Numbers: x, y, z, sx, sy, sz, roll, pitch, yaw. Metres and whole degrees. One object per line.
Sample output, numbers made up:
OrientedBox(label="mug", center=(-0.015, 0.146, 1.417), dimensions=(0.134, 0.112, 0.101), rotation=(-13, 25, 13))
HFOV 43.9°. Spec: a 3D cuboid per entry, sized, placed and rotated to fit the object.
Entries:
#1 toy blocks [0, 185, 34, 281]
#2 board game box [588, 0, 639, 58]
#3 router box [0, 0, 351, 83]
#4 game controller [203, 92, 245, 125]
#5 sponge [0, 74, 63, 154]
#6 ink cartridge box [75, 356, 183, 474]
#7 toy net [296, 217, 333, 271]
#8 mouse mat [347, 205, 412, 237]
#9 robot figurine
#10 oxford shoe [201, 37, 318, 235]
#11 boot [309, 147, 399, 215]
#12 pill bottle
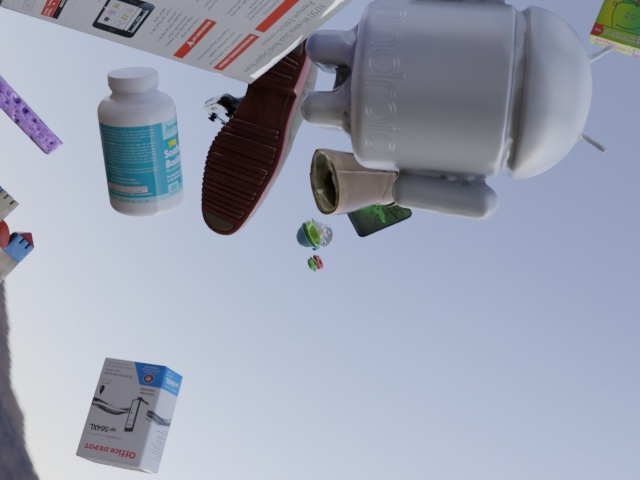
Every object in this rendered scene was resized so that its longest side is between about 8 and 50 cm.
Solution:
OrientedBox(label="toy blocks", center=(-0.783, -0.041, 1.732), dimensions=(0.190, 0.261, 0.381), rotation=(14, -33, 53))
OrientedBox(label="board game box", center=(0.484, -0.373, 1.196), dimensions=(0.092, 0.043, 0.181), rotation=(23, -90, 18))
OrientedBox(label="router box", center=(-0.131, -0.287, 0.784), dimensions=(0.335, 0.301, 0.082), rotation=(-19, -117, 58))
OrientedBox(label="game controller", center=(-0.190, -0.281, 1.884), dimensions=(0.166, 0.067, 0.319), rotation=(44, -6, -16))
OrientedBox(label="sponge", center=(-0.436, -0.210, 1.058), dimensions=(0.117, 0.031, 0.210), rotation=(37, -14, 53))
OrientedBox(label="ink cartridge box", center=(-0.381, 0.351, 1.595), dimensions=(0.148, 0.203, 0.086), rotation=(4, -23, 17))
OrientedBox(label="toy net", center=(0.000, 0.000, 1.960), dimensions=(0.045, 0.232, 0.122), rotation=(-26, -87, 18))
OrientedBox(label="mouse mat", center=(0.125, -0.113, 1.989), dimensions=(0.007, 0.152, 0.190), rotation=(98, -33, -69))
OrientedBox(label="robot figurine", center=(0.159, -0.177, 0.938), dimensions=(0.200, 0.353, 0.300), rotation=(-39, 132, -78))
OrientedBox(label="oxford shoe", center=(-0.079, -0.167, 1.260), dimensions=(0.123, 0.130, 0.348), rotation=(27, -84, 20))
OrientedBox(label="boot", center=(0.075, -0.173, 1.657), dimensions=(0.089, 0.269, 0.236), rotation=(-19, -98, 35))
OrientedBox(label="pill bottle", center=(-0.342, -0.189, 1.508), dimensions=(0.146, 0.146, 0.264), rotation=(30, -50, 46))
